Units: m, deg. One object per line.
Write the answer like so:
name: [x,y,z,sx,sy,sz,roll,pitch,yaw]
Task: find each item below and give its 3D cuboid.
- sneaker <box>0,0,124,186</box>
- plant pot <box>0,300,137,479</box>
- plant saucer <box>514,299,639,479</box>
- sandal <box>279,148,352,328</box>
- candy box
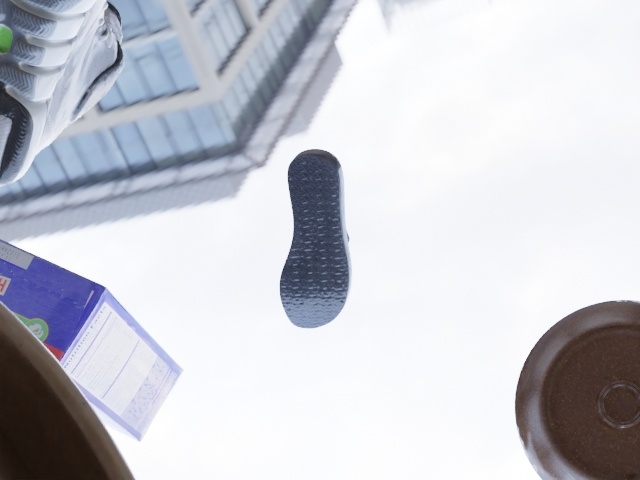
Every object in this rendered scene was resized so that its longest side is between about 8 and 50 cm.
sneaker: [-0.149,-0.149,0.794,0.086,0.229,0.132,31,-154,6]
plant pot: [-0.215,0.137,0.445,0.229,0.263,0.263,-40,-158,17]
plant saucer: [0.270,0.147,1.211,0.198,0.199,0.036,-18,163,11]
sandal: [0.001,0.000,1.815,0.097,0.255,0.054,9,-158,11]
candy box: [-0.341,0.105,1.633,0.268,0.317,0.122,23,-107,20]
